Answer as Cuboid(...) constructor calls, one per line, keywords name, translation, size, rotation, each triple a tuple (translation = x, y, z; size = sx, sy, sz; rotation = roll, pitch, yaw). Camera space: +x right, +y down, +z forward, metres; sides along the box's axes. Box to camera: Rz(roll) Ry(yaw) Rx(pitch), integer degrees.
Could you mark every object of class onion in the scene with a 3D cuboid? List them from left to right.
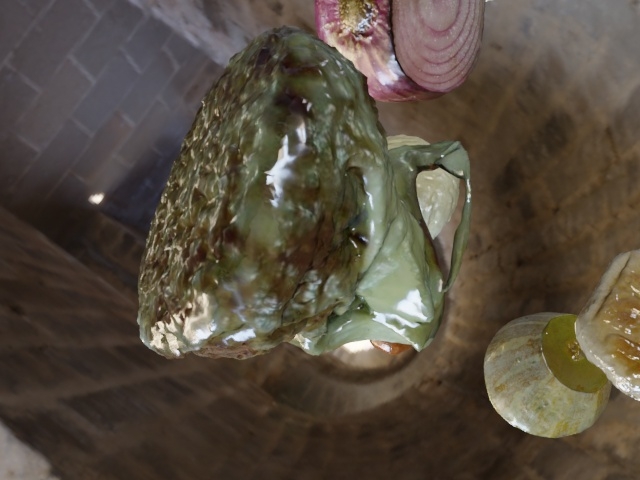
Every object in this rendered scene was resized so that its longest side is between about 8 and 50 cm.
Cuboid(name="onion", translation=(0.105, -0.345, 1.395), size=(0.272, 0.230, 0.256), rotation=(18, 89, -49))

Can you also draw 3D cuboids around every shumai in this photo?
Cuboid(name="shumai", translation=(0.000, 0.000, 1.001), size=(0.395, 0.348, 0.395), rotation=(-46, -150, 37))

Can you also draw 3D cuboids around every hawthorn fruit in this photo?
Cuboid(name="hawthorn fruit", translation=(0.121, 0.140, 1.508), size=(0.081, 0.081, 0.093), rotation=(-46, 150, -53))

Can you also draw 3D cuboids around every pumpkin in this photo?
Cuboid(name="pumpkin", translation=(0.387, 0.204, 1.484), size=(0.217, 0.217, 0.110), rotation=(-51, 167, -27))

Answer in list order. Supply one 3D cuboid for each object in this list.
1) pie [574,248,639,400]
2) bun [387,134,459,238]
Cuboid(name="pie", translation=(0.355, 0.090, 0.904), size=(0.195, 0.195, 0.046), rotation=(-50, 156, -36))
Cuboid(name="bun", translation=(0.095, -0.057, 1.326), size=(0.220, 0.134, 0.220), rotation=(-38, -144, 33))
